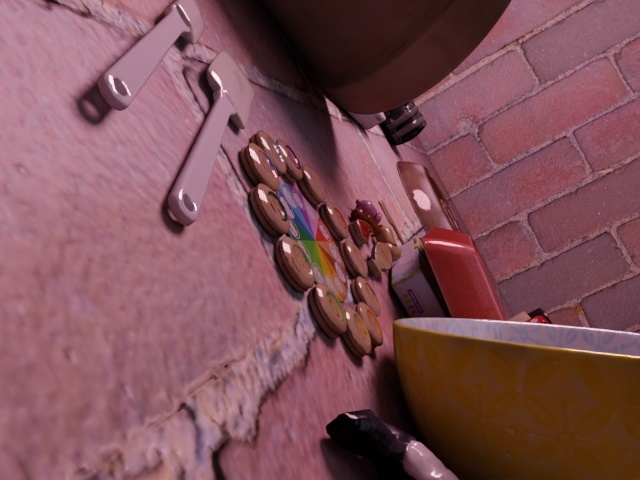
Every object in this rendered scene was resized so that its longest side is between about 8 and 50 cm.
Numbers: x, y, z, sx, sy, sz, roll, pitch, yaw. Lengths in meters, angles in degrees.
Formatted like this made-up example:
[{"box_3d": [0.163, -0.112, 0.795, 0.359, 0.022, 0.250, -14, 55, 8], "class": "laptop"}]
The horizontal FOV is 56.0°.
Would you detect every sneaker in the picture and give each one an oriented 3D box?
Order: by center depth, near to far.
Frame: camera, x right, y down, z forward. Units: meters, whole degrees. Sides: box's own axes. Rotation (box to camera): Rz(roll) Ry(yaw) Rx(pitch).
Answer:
[{"box_3d": [0.153, -0.296, 1.263, 0.147, 0.104, 0.295, 61, 10, 17], "class": "sneaker"}]

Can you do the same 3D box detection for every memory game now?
[{"box_3d": [0.000, 0.000, 0.450, 0.186, 0.012, 0.186, 54, 17, -25], "class": "memory game"}]

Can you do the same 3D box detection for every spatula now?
[{"box_3d": [-0.096, -0.119, 0.348, 0.168, 0.019, 0.242, 60, 16, -27], "class": "spatula"}]

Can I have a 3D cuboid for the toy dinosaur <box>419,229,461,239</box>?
[{"box_3d": [0.218, 0.043, 0.990, 0.268, 0.064, 0.118, 19, 51, -71], "class": "toy dinosaur"}]

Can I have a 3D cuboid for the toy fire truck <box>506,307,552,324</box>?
[{"box_3d": [0.403, 0.272, 1.070, 0.217, 0.158, 0.246, 58, 6, -14], "class": "toy fire truck"}]

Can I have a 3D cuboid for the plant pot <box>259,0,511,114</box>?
[{"box_3d": [0.026, -0.352, 0.680, 0.280, 0.323, 0.323, 28, 33, -33], "class": "plant pot"}]

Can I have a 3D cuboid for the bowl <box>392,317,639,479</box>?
[{"box_3d": [0.192, 0.146, 0.433, 0.289, 0.289, 0.156, 12, 82, -70], "class": "bowl"}]

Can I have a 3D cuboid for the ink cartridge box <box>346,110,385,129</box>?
[{"box_3d": [0.017, -0.300, 0.953, 0.223, 0.045, 0.224, 65, 16, 10], "class": "ink cartridge box"}]

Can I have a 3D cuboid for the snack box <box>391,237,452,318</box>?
[{"box_3d": [0.123, 0.079, 0.657, 0.141, 0.037, 0.100, 59, 17, -15], "class": "snack box"}]

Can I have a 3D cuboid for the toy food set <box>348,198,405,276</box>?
[{"box_3d": [0.053, -0.007, 0.622, 0.078, 0.019, 0.122, 62, 23, 1], "class": "toy food set"}]

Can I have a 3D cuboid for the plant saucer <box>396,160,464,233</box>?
[{"box_3d": [0.254, -0.038, 1.258, 0.311, 0.050, 0.311, 54, 18, -27], "class": "plant saucer"}]

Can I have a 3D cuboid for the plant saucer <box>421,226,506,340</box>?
[{"box_3d": [0.191, 0.102, 0.688, 0.259, 0.047, 0.259, 68, 14, 2], "class": "plant saucer"}]

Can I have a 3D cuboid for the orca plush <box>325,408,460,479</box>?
[{"box_3d": [0.090, 0.191, 0.244, 0.287, 0.102, 0.151, 46, -30, 25], "class": "orca plush"}]
